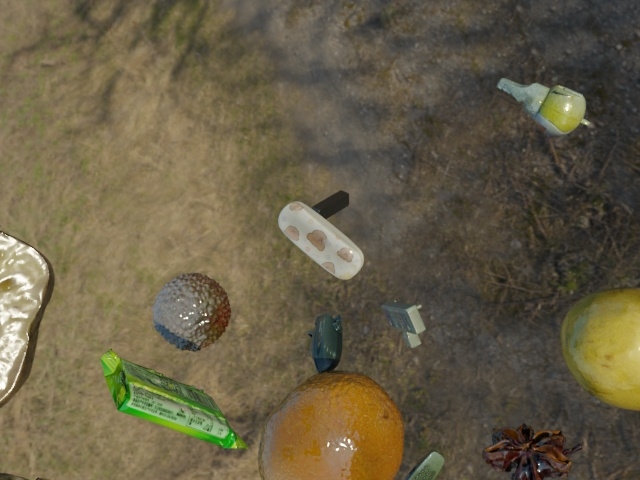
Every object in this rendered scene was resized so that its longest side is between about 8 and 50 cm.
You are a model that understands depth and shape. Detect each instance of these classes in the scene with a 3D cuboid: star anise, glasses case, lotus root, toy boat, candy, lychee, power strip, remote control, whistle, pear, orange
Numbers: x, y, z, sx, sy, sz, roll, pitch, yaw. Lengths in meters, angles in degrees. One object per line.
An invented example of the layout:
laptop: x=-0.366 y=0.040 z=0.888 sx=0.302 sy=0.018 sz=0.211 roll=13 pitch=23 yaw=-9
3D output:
star anise: x=0.530 y=0.558 z=1.581 sx=0.220 sy=0.190 sz=0.126 roll=11 pitch=109 yaw=37
glasses case: x=0.000 y=0.000 z=1.035 sx=0.164 sy=0.041 sz=0.063 roll=40 pitch=117 yaw=5
lotus root: x=-0.619 y=0.117 z=0.988 sx=0.391 sy=0.374 sz=0.111 roll=65 pitch=165 yaw=0
toy boat: x=0.011 y=0.303 z=1.748 sx=0.103 sy=0.093 sz=0.246 roll=-32 pitch=20 yaw=19
candy: x=-0.169 y=0.189 z=0.711 sx=0.032 sy=0.178 sz=0.102 roll=-55 pitch=34 yaw=1
lychee: x=-0.268 y=0.146 z=1.286 sx=0.197 sy=0.165 sz=0.165 roll=33 pitch=107 yaw=63
power strip: x=0.279 y=0.269 z=1.987 sx=0.145 sy=0.061 sz=0.215 roll=68 pitch=165 yaw=-5
power strip: x=0.024 y=-0.082 z=1.459 sx=0.029 sy=0.111 sz=0.038 roll=28 pitch=134 yaw=34
remote control: x=0.283 y=0.717 z=1.827 sx=0.222 sy=0.072 sz=0.042 roll=-51 pitch=10 yaw=-2
whistle: x=0.505 y=-0.306 z=1.413 sx=0.223 sy=0.123 sz=0.123 roll=27 pitch=106 yaw=11
pear: x=0.725 y=0.249 z=1.460 sx=0.314 sy=0.314 sz=0.315 roll=-23 pitch=61 yaw=50
orange: x=0.019 y=0.479 z=1.451 sx=0.357 sy=0.322 sz=0.322 roll=-40 pitch=47 yaw=21

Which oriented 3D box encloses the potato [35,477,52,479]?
potato: x=-0.513 y=0.607 z=1.235 sx=0.120 sy=0.100 sz=0.261 roll=76 pitch=-167 yaw=-76

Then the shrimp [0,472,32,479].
shrimp: x=-0.448 y=0.310 z=0.684 sx=0.221 sy=0.445 sz=0.110 roll=-31 pitch=47 yaw=35
